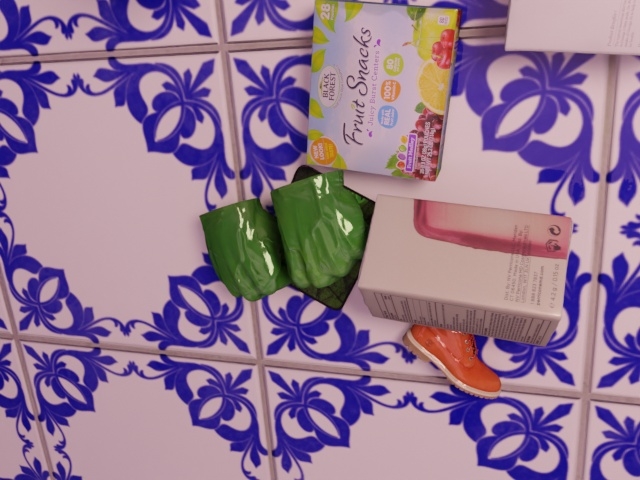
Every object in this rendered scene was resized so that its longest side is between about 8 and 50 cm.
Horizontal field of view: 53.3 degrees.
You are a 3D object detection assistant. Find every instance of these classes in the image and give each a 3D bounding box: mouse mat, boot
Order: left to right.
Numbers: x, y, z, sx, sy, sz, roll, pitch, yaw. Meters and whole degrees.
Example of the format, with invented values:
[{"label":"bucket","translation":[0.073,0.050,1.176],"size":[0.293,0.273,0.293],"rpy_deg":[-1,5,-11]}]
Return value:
[{"label":"mouse mat","translation":[0.000,0.000,0.940],"size":[0.152,0.007,0.189],"rpy_deg":[29,115,6]},{"label":"boot","translation":[0.203,0.157,0.906],"size":[0.158,0.059,0.084],"rpy_deg":[36,112,4]}]

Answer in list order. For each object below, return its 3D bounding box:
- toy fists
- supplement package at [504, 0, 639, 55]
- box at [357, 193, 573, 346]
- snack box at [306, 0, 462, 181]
[{"label":"toy fists","translation":[-0.050,0.002,0.887],"size":[0.279,0.096,0.142],"rpy_deg":[-14,91,37]},{"label":"supplement package","translation":[0.296,-0.258,0.687],"size":[0.179,0.105,0.105],"rpy_deg":[8,113,15]},{"label":"box","translation":[0.178,0.038,0.795],"size":[0.232,0.148,0.127],"rpy_deg":[9,71,15]},{"label":"snack box","translation":[0.076,-0.191,0.806],"size":[0.174,0.070,0.207],"rpy_deg":[10,112,14]}]
